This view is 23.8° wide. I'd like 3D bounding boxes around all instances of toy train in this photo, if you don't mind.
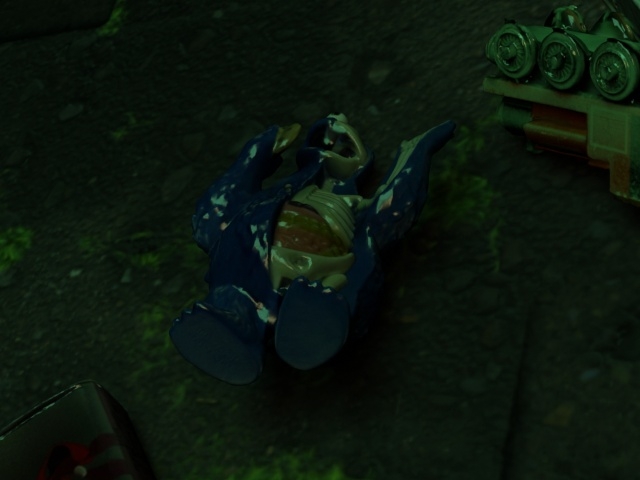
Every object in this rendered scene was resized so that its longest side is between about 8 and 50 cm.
[{"bbox_3d":[0.186,-0.096,1.049,0.074,0.118,0.176,-19,24,-37],"label":"toy train"}]

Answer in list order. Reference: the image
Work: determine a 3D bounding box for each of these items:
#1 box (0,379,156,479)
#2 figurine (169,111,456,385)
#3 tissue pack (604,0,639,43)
[{"bbox_3d":[-0.155,0.209,1.020,0.120,0.069,0.224,-32,47,2],"label":"box"},{"bbox_3d":[-0.009,0.003,1.082,0.164,0.120,0.262,8,41,26],"label":"figurine"},{"bbox_3d":[0.333,-0.234,1.093,0.263,0.089,0.177,-29,44,5],"label":"tissue pack"}]
